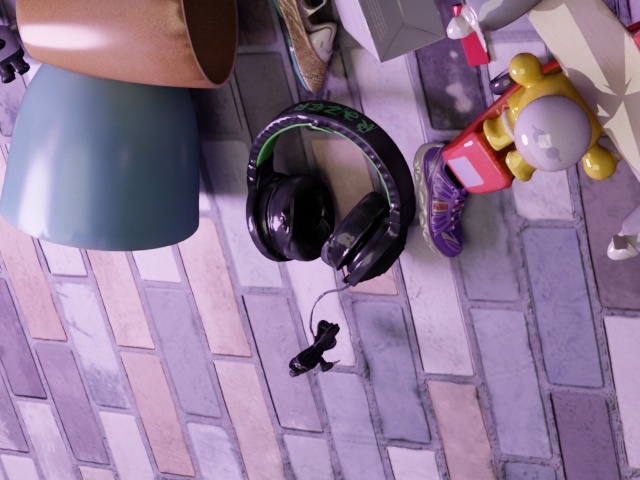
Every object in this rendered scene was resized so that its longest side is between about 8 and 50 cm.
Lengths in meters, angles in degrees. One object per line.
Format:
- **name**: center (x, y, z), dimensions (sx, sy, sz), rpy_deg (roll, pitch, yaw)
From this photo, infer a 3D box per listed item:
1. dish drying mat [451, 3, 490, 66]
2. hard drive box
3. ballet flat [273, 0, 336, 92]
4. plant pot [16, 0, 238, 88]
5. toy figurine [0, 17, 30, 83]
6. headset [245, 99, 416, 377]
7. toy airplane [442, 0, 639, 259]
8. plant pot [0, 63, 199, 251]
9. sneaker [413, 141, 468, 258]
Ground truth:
- **dish drying mat**: center (0.193, -0.264, 1.863), dimensions (0.032, 0.008, 0.083), rpy_deg (-5, 116, 36)
- **hard drive box**: center (0.060, -0.332, 1.757), dimensions (0.089, 0.232, 0.181), rpy_deg (-22, 111, -2)
- **ballet flat**: center (-0.018, -0.296, 1.943), dimensions (0.067, 0.073, 0.206), rpy_deg (-12, 115, 22)
- **plant pot**: center (-0.265, -0.310, 1.931), dimensions (0.254, 0.237, 0.237), rpy_deg (-4, 117, 13)
- **toy figurine**: center (-0.504, -0.322, 2.149), dimensions (0.209, 0.213, 0.148), rpy_deg (-35, 87, 45)
- **headset**: center (0.000, 0.000, 2.035), dimensions (0.243, 0.185, 0.394), rpy_deg (18, 130, 24)
- **toy airplane**: center (0.322, -0.167, 1.662), dimensions (0.386, 0.272, 0.384), rpy_deg (20, 127, 22)
- **plant pot**: center (-0.307, -0.146, 2.090), dimensions (0.293, 0.293, 0.235), rpy_deg (18, 113, 23)
- **sneaker**: center (0.172, -0.052, 1.973), dimensions (0.071, 0.068, 0.170), rpy_deg (0, 118, 27)
